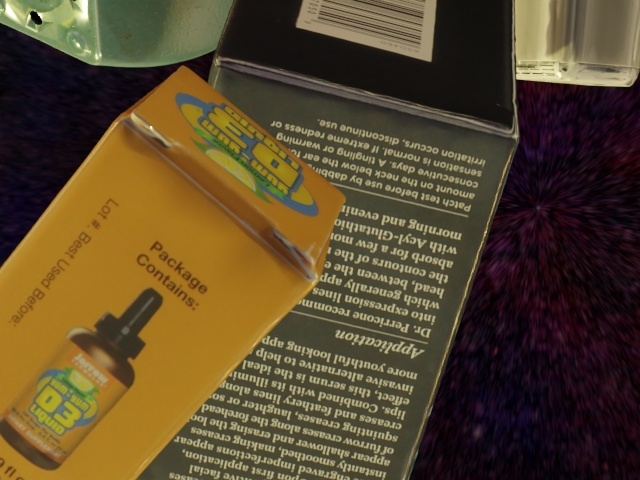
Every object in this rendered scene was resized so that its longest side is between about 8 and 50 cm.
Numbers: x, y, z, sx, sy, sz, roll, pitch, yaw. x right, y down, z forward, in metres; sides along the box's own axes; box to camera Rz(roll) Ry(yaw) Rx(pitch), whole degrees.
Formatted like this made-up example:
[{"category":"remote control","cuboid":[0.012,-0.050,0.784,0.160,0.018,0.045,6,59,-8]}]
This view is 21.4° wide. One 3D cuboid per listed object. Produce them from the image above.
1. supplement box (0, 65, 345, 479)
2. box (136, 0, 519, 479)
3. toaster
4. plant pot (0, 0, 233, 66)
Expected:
[{"category":"supplement box","cuboid":[-0.093,0.055,0.564,0.078,0.080,0.233,40,112,-4]},{"category":"box","cuboid":[0.000,0.000,1.304,0.212,0.293,0.395,14,120,-2]},{"category":"toaster","cuboid":[0.291,-0.250,1.912,0.129,0.227,0.146,2,95,-20]},{"category":"plant pot","cuboid":[-0.187,-0.298,1.559,0.248,0.252,0.247,26,139,23]}]
